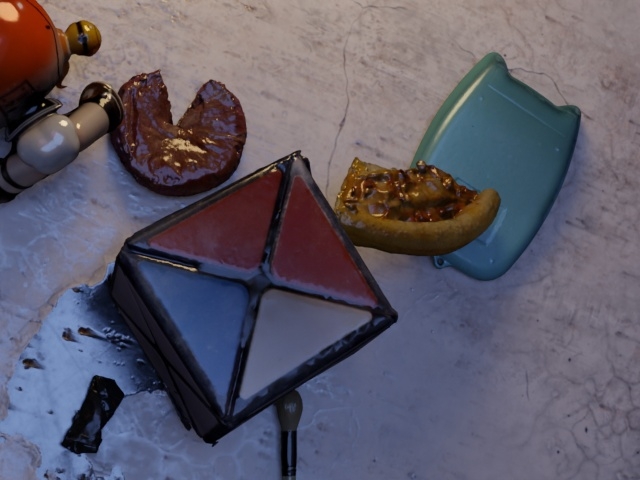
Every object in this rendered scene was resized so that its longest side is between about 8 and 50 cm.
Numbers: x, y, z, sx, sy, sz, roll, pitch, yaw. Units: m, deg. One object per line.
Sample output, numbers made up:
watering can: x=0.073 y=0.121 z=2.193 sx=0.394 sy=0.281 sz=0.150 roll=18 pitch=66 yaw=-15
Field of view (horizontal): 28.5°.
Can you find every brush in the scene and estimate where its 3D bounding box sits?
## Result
brush: x=-0.052 y=0.380 z=1.966 sx=0.042 sy=0.039 sz=0.299 roll=3 pitch=84 yaw=-13

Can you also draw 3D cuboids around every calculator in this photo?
calculator: x=0.288 y=-0.117 z=2.135 sx=0.256 sy=0.054 sz=0.386 roll=32 pitch=78 yaw=-10

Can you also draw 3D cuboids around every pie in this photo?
pie: x=-0.221 y=-0.171 z=1.985 sx=0.219 sy=0.054 sz=0.204 roll=-7 pitch=83 yaw=-18

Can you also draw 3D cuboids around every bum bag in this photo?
bum bag: x=-0.340 y=0.264 z=1.891 sx=0.058 sy=0.034 sz=0.124 roll=27 pitch=74 yaw=-2

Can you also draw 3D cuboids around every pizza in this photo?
pizza: x=0.143 y=-0.056 z=1.975 sx=0.365 sy=0.074 sz=0.182 roll=-1 pitch=58 yaw=-35

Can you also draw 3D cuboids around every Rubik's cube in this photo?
Rubik's cube: x=-0.109 y=0.087 z=1.842 sx=0.307 sy=0.310 sz=0.305 roll=-31 pitch=83 yaw=-18

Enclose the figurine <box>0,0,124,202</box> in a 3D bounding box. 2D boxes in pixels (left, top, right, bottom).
figurine: x=-0.470 y=-0.241 z=1.845 sx=0.320 sy=0.196 sz=0.323 roll=-38 pitch=100 yaw=-8
